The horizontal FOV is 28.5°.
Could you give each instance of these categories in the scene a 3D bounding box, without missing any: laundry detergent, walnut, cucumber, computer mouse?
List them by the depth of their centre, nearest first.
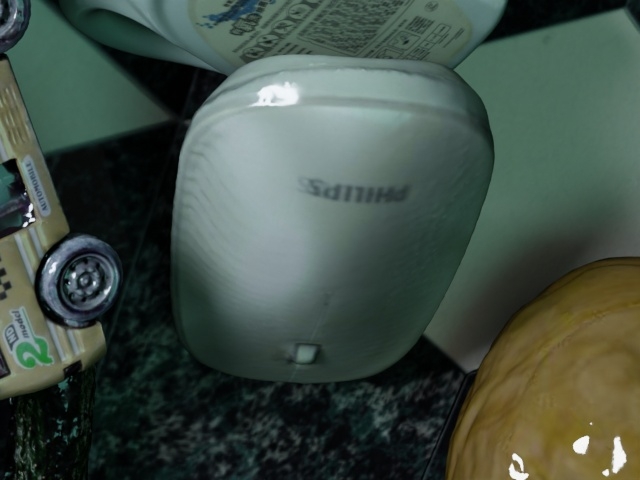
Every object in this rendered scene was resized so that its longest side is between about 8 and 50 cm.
[{"bbox_3d":[-0.050,-0.160,0.744,0.280,0.215,0.105,9,66,-31],"label":"laundry detergent"},{"bbox_3d":[0.000,0.006,0.827,0.197,0.095,0.331,3,141,-7],"label":"computer mouse"},{"bbox_3d":[-0.186,0.111,0.875,0.067,0.067,0.245,-3,118,-27],"label":"cucumber"},{"bbox_3d":[0.278,0.204,1.029,0.354,0.308,0.398,12,112,3],"label":"walnut"}]

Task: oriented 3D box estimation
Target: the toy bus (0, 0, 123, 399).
[{"bbox_3d":[-0.229,-0.043,0.699,0.157,0.139,0.290,-27,119,-25],"label":"toy bus"}]
